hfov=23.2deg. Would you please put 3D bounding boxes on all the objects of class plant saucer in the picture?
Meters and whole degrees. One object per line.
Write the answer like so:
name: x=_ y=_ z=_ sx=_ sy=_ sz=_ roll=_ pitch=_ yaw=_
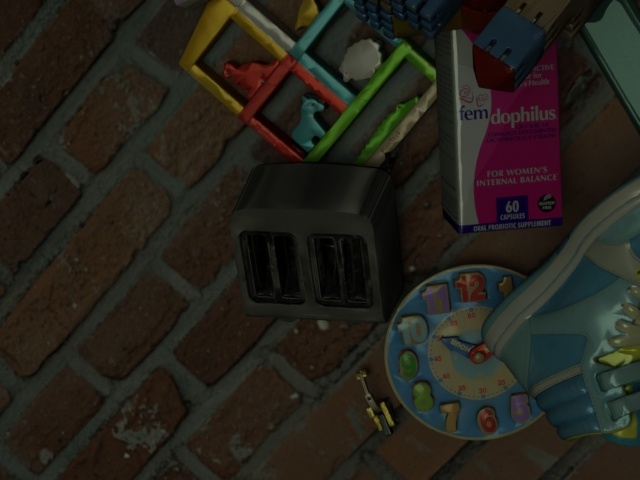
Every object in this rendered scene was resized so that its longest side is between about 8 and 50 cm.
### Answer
plant saucer: x=0.324 y=-0.191 z=1.629 sx=0.067 sy=0.018 sz=0.192 roll=-30 pitch=93 yaw=20

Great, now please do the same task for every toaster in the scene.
toaster: x=0.000 y=0.000 z=1.690 sx=0.168 sy=0.110 sz=0.185 roll=2 pitch=123 yaw=14

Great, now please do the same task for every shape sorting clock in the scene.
shape sorting clock: x=0.173 y=0.125 z=1.718 sx=0.206 sy=0.040 sz=0.206 roll=1 pitch=101 yaw=4

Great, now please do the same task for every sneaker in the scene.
sneaker: x=0.318 y=0.080 z=1.551 sx=0.319 sy=0.127 sz=0.208 roll=-51 pitch=58 yaw=37

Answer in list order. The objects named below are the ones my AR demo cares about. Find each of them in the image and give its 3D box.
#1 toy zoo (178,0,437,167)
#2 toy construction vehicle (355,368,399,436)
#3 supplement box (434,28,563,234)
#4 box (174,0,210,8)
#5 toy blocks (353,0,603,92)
toy zoo: x=-0.023 y=-0.201 z=1.716 sx=0.293 sy=0.030 sz=0.192 roll=41 pitch=110 yaw=3
toy construction vehicle: x=0.093 y=0.182 z=1.771 sx=0.086 sy=0.035 sz=0.098 roll=-20 pitch=97 yaw=19
supplement box: x=0.184 y=-0.126 z=1.620 sx=0.111 sy=0.114 sz=0.220 roll=-5 pitch=101 yaw=-4
box: x=-0.185 y=-0.407 z=1.677 sx=0.067 sy=0.063 sz=0.324 roll=-24 pitch=89 yaw=19
toy blocks: x=0.134 y=-0.297 z=1.510 sx=0.381 sy=0.190 sz=0.261 roll=35 pitch=77 yaw=18
